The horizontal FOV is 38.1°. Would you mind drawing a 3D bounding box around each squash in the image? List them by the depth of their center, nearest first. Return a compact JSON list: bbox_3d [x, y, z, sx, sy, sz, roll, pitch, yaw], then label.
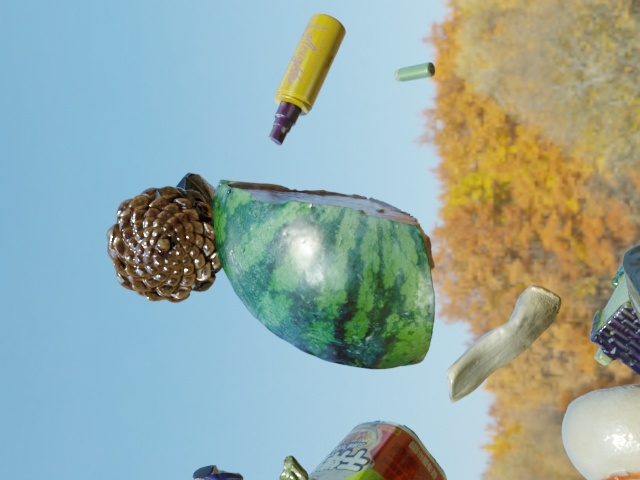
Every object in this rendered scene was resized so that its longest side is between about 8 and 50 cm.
[{"bbox_3d":[-0.033,0.442,1.611,0.132,0.105,0.105,46,-152,-1],"label":"squash"}]

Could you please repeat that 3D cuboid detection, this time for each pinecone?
[{"bbox_3d":[-0.252,0.002,1.550,0.208,0.208,0.207,1,-90,-70],"label":"pinecone"}]

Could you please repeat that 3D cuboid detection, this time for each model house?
[{"bbox_3d":[0.570,0.154,1.577,0.211,0.194,0.170,-54,1,-15],"label":"model house"}]

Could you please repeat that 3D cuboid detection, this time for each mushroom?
[{"bbox_3d":[0.229,0.133,1.195,0.202,0.054,0.059,-41,-64,-17],"label":"mushroom"}]

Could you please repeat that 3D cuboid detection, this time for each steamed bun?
[{"bbox_3d":[0.576,0.367,1.645,0.283,0.283,0.177,55,-147,-58],"label":"steamed bun"}]

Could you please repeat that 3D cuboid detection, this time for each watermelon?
[{"bbox_3d":[0.007,0.006,1.308,0.222,0.292,0.319,113,153,-62],"label":"watermelon"}]

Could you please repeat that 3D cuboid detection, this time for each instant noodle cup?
[{"bbox_3d":[0.079,0.534,1.844,0.308,0.294,0.293,-47,-43,-34],"label":"instant noodle cup"}]

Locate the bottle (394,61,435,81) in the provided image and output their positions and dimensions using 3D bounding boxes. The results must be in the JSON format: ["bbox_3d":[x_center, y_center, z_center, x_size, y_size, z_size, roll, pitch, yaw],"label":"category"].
[{"bbox_3d":[0.191,-0.341,1.882,0.030,0.083,0.030,6,-98,-51],"label":"bottle"}]

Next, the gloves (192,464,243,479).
[{"bbox_3d":[-0.133,0.331,1.249,0.026,0.064,0.086,-98,-15,-44],"label":"gloves"}]

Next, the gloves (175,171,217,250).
[{"bbox_3d":[-0.152,-0.014,1.787,0.197,0.301,0.152,39,-109,-83],"label":"gloves"}]

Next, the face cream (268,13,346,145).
[{"bbox_3d":[-0.035,-0.307,1.796,0.273,0.078,0.078,-66,-26,-15],"label":"face cream"}]

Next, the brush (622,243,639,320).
[{"bbox_3d":[0.345,0.025,0.724,0.059,0.197,0.123,55,-165,-38],"label":"brush"}]
